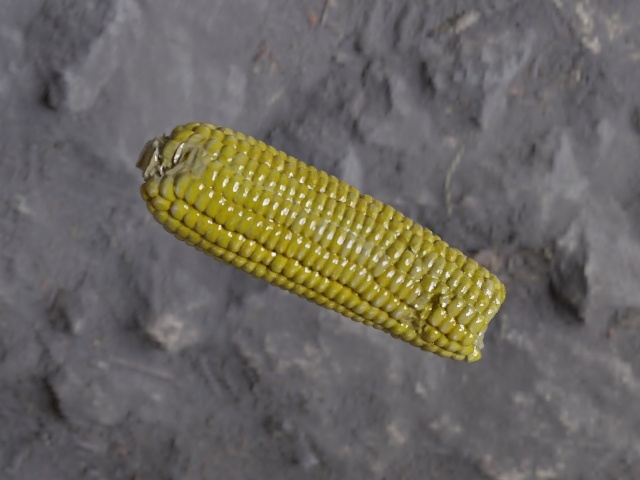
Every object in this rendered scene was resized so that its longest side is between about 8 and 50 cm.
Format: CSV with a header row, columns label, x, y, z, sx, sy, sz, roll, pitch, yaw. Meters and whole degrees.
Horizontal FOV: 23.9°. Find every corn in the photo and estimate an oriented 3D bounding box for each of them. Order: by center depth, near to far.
label,x,y,z,sx,sy,sz,roll,pitch,yaw
corn,0.000,0.000,0.784,0.206,0.067,0.067,26,136,-4
